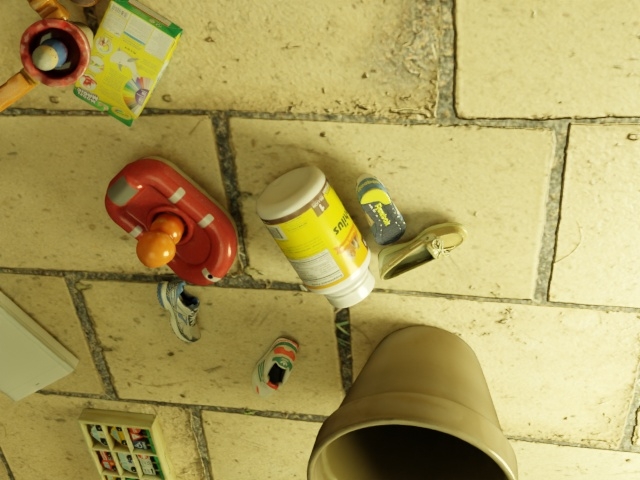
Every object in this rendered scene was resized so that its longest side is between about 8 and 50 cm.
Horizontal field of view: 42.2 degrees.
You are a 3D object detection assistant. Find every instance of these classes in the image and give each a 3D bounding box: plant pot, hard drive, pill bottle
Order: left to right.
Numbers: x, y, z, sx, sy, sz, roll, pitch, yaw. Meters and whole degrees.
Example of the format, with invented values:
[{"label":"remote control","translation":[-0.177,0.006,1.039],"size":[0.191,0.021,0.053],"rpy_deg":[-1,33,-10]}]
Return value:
[{"label":"hard drive","translation":[-0.651,0.181,1.624],"size":[0.203,0.040,0.307],"rpy_deg":[-28,117,30]},{"label":"pill bottle","translation":[0.000,0.000,1.278],"size":[0.117,0.117,0.215],"rpy_deg":[-18,121,25]},{"label":"plant pot","translation":[0.164,0.301,1.363],"size":[0.323,0.280,0.323],"rpy_deg":[7,128,9]}]

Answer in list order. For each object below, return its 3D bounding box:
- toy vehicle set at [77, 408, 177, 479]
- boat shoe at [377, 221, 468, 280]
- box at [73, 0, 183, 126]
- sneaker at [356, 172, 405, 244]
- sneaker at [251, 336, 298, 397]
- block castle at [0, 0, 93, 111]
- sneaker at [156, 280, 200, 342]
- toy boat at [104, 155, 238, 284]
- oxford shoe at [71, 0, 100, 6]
[{"label":"toy vehicle set","translation":[-0.407,0.471,1.788],"size":[0.166,0.035,0.266],"rpy_deg":[2,127,12]},{"label":"boat shoe","translation":[0.159,0.019,1.289],"size":[0.153,0.048,0.056],"rpy_deg":[-20,132,22]},{"label":"box","translation":[-0.282,-0.256,1.200],"size":[0.105,0.043,0.179],"rpy_deg":[31,125,-11]},{"label":"sneaker","translation":[0.091,-0.048,1.266],"size":[0.053,0.059,0.144],"rpy_deg":[-24,140,1]},{"label":"sneaker","translation":[-0.092,0.250,1.517],"size":[0.057,0.075,0.161],"rpy_deg":[27,128,-7]},{"label":"block castle","translation":[-0.528,-0.326,1.021],"size":[0.303,0.213,0.453],"rpy_deg":[-34,110,7]},{"label":"sneaker","translation":[-0.240,0.128,1.477],"size":[0.058,0.052,0.135],"rpy_deg":[-13,123,17]},{"label":"toy boat","translation":[-0.242,-0.011,1.306],"size":[0.231,0.151,0.151],"rpy_deg":[41,125,-18]},{"label":"oxford shoe","translation":[-0.306,-0.415,1.047],"size":[0.097,0.098,0.271],"rpy_deg":[17,129,0]}]
